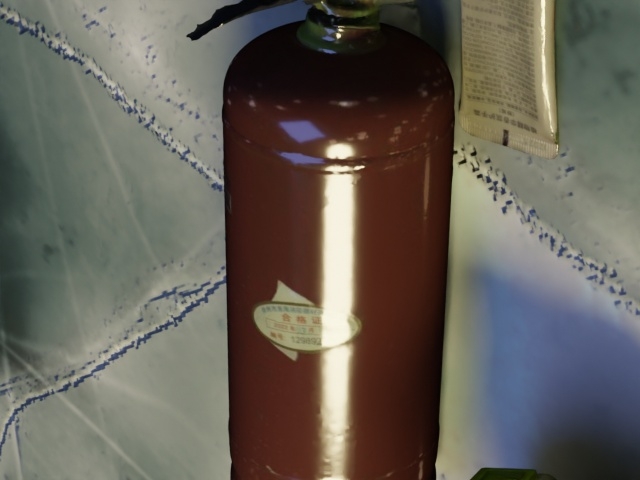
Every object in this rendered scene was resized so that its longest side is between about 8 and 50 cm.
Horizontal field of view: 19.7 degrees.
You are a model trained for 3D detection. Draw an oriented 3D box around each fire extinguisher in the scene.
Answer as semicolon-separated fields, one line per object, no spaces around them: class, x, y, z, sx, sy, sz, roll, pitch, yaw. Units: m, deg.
fire extinguisher;0.000;0.000;0.919;0.114;0.135;0.337;-132;36;-53

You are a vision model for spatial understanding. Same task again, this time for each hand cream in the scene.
hand cream;0.086;-0.113;0.855;0.057;0.037;0.165;21;133;32

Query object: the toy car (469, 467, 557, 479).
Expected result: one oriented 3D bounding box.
toy car;0.152;0.238;0.888;0.198;0.204;0.248;0;97;19
